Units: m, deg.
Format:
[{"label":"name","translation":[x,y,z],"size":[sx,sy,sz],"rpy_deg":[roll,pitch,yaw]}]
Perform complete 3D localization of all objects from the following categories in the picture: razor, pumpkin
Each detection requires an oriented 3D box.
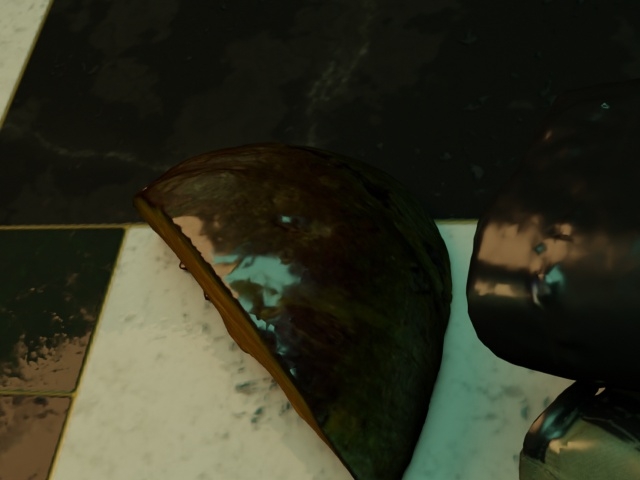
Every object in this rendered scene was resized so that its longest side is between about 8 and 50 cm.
[{"label":"razor","translation":[0.241,0.006,0.552],"size":[0.327,0.107,0.189],"rpy_deg":[10,47,28]},{"label":"pumpkin","translation":[0.000,0.000,0.792],"size":[0.169,0.148,0.312],"rpy_deg":[-36,56,-8]}]

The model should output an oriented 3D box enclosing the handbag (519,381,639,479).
[{"label":"handbag","translation":[0.325,0.106,0.607],"size":[0.325,0.162,0.327],"rpy_deg":[30,64,36]}]
